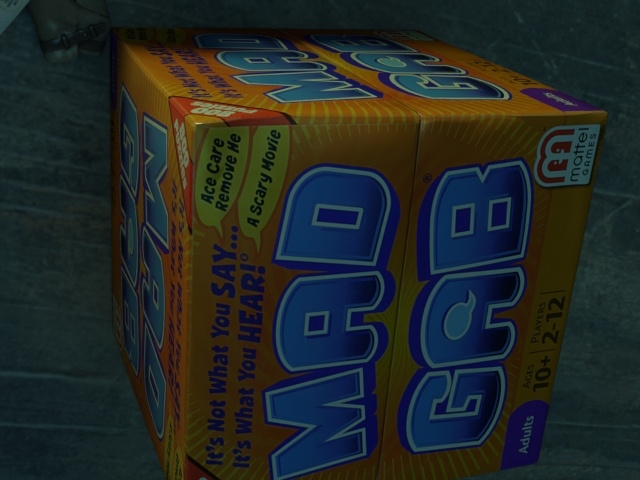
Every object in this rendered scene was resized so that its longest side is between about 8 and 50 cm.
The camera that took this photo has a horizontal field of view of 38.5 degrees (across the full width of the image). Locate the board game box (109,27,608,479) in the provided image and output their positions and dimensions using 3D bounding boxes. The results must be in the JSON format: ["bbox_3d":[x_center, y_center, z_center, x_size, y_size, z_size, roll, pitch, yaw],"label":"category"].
[{"bbox_3d":[0.000,0.000,0.905,0.356,0.356,0.356,-4,114,-21],"label":"board game box"}]

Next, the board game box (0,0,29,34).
[{"bbox_3d":[-0.352,-0.204,0.835,0.154,0.026,0.103,-42,123,19],"label":"board game box"}]

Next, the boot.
[{"bbox_3d":[-0.262,-0.216,0.884,0.118,0.042,0.087,-4,116,-21],"label":"boot"}]
